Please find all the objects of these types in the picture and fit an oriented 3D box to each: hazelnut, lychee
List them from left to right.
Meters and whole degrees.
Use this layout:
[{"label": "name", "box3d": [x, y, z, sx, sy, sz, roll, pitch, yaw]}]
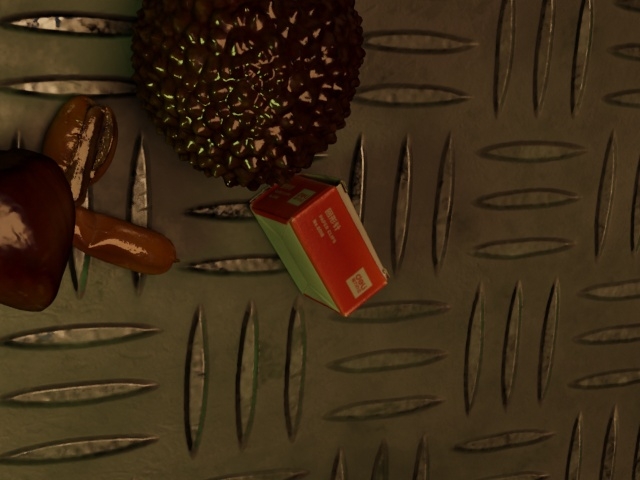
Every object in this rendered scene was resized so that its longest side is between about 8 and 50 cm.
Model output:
[{"label": "hazelnut", "box3d": [-0.379, -0.006, 1.326, 0.208, 0.208, 0.208, -7, 105, -27]}, {"label": "lychee", "box3d": [-0.091, -0.226, 1.376, 0.306, 0.330, 0.306, -5, 128, -6]}]

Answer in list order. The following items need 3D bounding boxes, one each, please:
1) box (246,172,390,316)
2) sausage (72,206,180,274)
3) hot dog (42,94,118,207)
[{"label": "box", "box3d": [0.000, 0.000, 1.568, 0.099, 0.133, 0.182, -39, 116, -19]}, {"label": "sausage", "box3d": [-0.269, 0.003, 1.467, 0.183, 0.054, 0.062, 19, 60, -29]}, {"label": "hot dog", "box3d": [-0.310, -0.113, 1.412, 0.090, 0.060, 0.140, 27, 92, -27]}]
